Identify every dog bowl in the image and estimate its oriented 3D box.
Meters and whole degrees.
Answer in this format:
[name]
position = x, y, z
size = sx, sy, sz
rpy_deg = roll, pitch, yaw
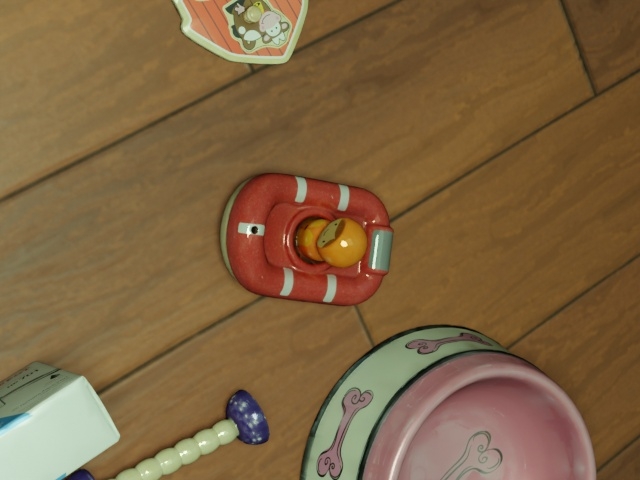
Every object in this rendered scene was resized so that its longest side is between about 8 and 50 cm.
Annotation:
[dog bowl]
position = 0.184, 0.318, 1.453
size = 0.408, 0.150, 0.408
rpy_deg = -1, 91, -29

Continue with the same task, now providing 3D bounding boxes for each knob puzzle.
[knob puzzle]
position = -0.087, -0.299, 1.348
size = 0.213, 0.030, 0.213
rpy_deg = -1, 92, -30

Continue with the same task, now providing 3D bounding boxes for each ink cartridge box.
[ink cartridge box]
position = -0.307, 0.198, 1.148
size = 0.139, 0.190, 0.082
rpy_deg = -33, 106, -25

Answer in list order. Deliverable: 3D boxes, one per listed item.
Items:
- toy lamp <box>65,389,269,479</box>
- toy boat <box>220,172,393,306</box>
[toy lamp]
position = -0.190, 0.259, 1.281
size = 0.274, 0.080, 0.080
rpy_deg = -27, 104, -26
[toy boat]
position = 0.000, 0.000, 1.336
size = 0.231, 0.151, 0.151
rpy_deg = 8, 87, -29
